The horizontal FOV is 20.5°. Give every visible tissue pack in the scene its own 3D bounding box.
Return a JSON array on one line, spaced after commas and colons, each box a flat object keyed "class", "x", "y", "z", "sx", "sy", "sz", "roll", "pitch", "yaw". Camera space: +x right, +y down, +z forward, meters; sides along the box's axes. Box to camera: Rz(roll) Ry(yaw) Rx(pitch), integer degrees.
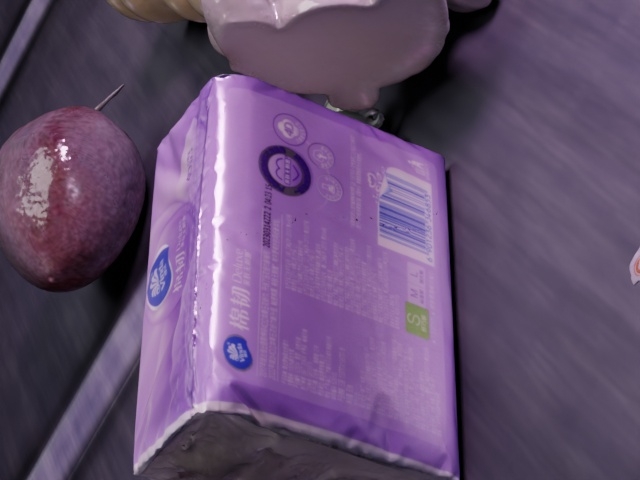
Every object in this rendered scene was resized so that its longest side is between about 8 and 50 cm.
[{"class": "tissue pack", "x": -0.020, "y": 0.061, "z": 1.466, "sx": 0.160, "sy": 0.242, "sz": 0.338, "roll": -44, "pitch": 35, "yaw": 45}]

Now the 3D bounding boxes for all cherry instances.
[{"class": "cherry", "x": -0.312, "y": -0.055, "z": 2.164, "sx": 0.213, "sy": 0.184, "sz": 0.266, "roll": -45, "pitch": 31, "yaw": 49}]

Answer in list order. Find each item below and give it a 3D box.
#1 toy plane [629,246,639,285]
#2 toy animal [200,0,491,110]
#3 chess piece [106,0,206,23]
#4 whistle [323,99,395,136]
[{"class": "toy plane", "x": 0.272, "y": 0.008, "z": 1.171, "sx": 0.197, "sy": 0.053, "sz": 0.078, "roll": -16, "pitch": 50, "yaw": 57}, {"class": "toy animal", "x": 0.017, "y": -0.275, "z": 1.645, "sx": 0.272, "sy": 0.206, "sz": 0.265, "roll": -12, "pitch": 55, "yaw": 15}, {"class": "chess piece", "x": -0.142, "y": -0.329, "z": 2.100, "sx": 0.300, "sy": 0.167, "sz": 0.167, "roll": 23, "pitch": 92, "yaw": 57}, {"class": "whistle", "x": -0.019, "y": -0.035, "z": 1.692, "sx": 0.235, "sy": 0.077, "sz": 0.114, "roll": -48, "pitch": 55, "yaw": 12}]
